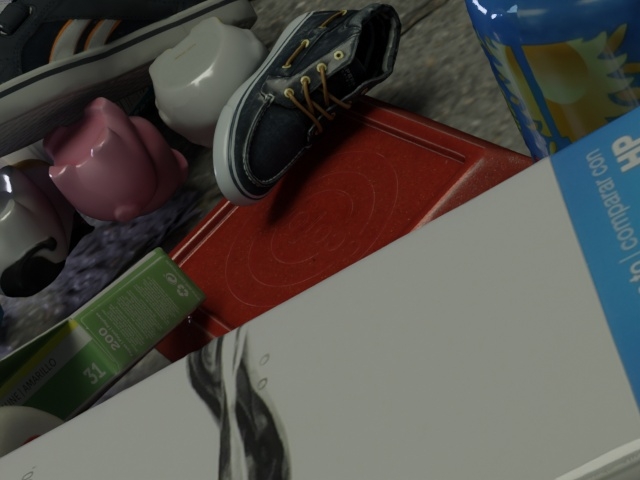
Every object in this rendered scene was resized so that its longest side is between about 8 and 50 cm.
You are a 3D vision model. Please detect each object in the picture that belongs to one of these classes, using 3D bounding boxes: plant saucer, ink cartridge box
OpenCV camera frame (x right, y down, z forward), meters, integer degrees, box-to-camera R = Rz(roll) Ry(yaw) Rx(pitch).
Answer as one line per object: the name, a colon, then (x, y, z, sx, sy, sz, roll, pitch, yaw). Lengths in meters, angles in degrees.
plant saucer: (0.000, 0.000, 1.022, 0.259, 0.047, 0.258, -47, 34, -10)
ink cartridge box: (-0.191, 0.107, 0.943, 0.171, 0.056, 0.235, -42, 1, 33)
ink cartridge box: (0.071, 0.153, 0.559, 0.395, 0.285, 0.166, -29, 34, 15)

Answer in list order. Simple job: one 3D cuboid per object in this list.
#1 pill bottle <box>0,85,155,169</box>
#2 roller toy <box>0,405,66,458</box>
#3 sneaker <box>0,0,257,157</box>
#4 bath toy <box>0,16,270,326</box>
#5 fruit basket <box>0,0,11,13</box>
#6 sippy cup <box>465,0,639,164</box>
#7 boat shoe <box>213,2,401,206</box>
pill bottle: (-0.217, -0.159, 1.325, 0.146, 0.146, 0.264, 6, 55, 48)
roller toy: (-0.184, 0.203, 0.834, 0.146, 0.191, 0.209, -32, 35, 13)
sneaker: (-0.209, -0.164, 1.183, 0.321, 0.127, 0.126, -31, -1, -34)
bath toy: (-0.170, -0.042, 1.163, 0.348, 0.129, 0.151, -32, 36, 14)
fruit basket: (-0.515, -0.163, 1.652, 0.327, 0.165, 0.353, 4, 38, 46)
sippy cup: (0.195, -0.100, 0.789, 0.240, 0.224, 0.305, -17, 41, 32)
boat shoe: (-0.008, -0.103, 1.047, 0.083, 0.065, 0.183, -8, 44, 41)
